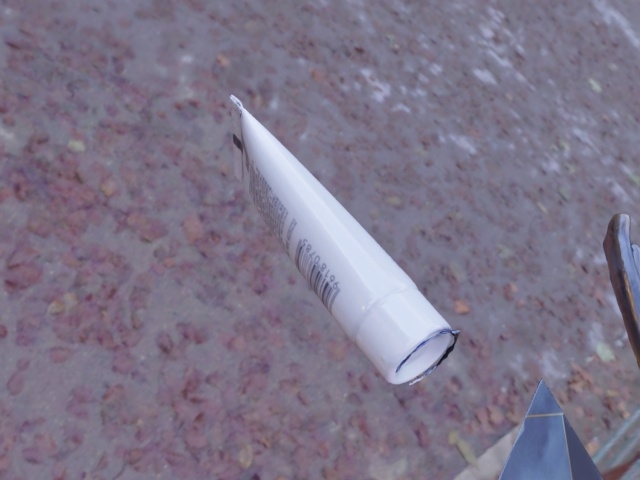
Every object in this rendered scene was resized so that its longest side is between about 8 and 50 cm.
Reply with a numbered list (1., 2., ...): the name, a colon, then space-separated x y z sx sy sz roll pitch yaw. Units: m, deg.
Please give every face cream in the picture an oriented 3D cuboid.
1. face cream: 0.000 0.000 0.613 0.058 0.092 0.244 -28 59 -22

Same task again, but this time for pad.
1. pad: 0.203 0.273 0.800 0.164 0.004 0.243 54 51 -25

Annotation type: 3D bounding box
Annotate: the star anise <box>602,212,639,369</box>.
1. star anise: 0.319 0.071 0.511 0.237 0.148 0.346 -35 48 -29
